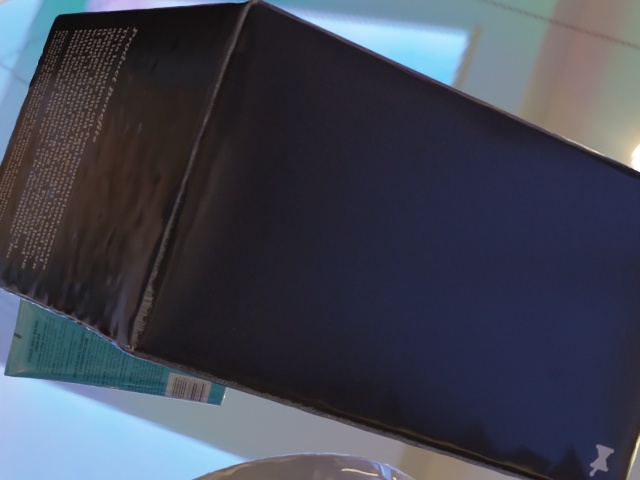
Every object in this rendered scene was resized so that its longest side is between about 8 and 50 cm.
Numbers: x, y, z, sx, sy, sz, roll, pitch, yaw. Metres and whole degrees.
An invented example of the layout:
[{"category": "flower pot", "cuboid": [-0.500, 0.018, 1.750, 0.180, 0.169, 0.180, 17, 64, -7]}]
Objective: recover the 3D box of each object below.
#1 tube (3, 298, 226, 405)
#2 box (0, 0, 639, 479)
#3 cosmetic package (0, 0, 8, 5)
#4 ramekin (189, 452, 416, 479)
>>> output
[{"category": "tube", "cuboid": [-0.189, 0.111, 1.468, 0.052, 0.207, 0.080, -121, -136, -80]}, {"category": "box", "cuboid": [0.000, 0.000, 0.873, 0.294, 0.296, 0.183, 14, -95, 62]}, {"category": "cosmetic package", "cuboid": [-0.289, -0.348, 1.075, 0.217, 0.385, 0.156, -33, -166, -25]}, {"category": "ramekin", "cuboid": [-0.027, 0.291, 1.132, 0.277, 0.277, 0.135, -40, -136, 20]}]
